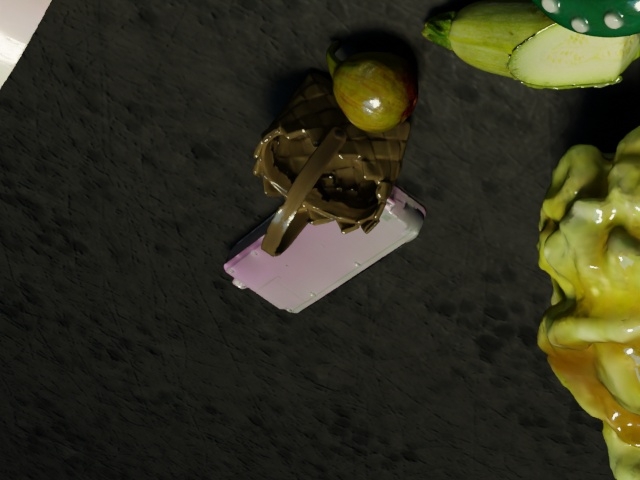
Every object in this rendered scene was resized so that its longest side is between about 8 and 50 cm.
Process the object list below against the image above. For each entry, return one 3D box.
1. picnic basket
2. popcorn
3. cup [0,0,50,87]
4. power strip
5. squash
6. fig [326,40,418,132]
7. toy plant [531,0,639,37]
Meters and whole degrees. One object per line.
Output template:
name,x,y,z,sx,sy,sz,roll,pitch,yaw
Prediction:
picnic basket,-0.002,-0.057,1.407,0.137,0.178,0.128,28,141,6
popcorn,0.324,0.040,1.305,0.279,0.274,0.335,-23,138,11
cup,-0.383,-0.262,1.332,0.274,0.253,0.253,29,144,-17
power strip,0.000,0.000,1.603,0.109,0.037,0.279,35,142,-16
squash,0.172,-0.171,1.265,0.200,0.075,0.090,4,165,27
fig,0.042,-0.144,1.361,0.098,0.084,0.082,24,146,6
toy plant,0.173,-0.262,1.117,0.243,0.112,0.233,16,140,35
